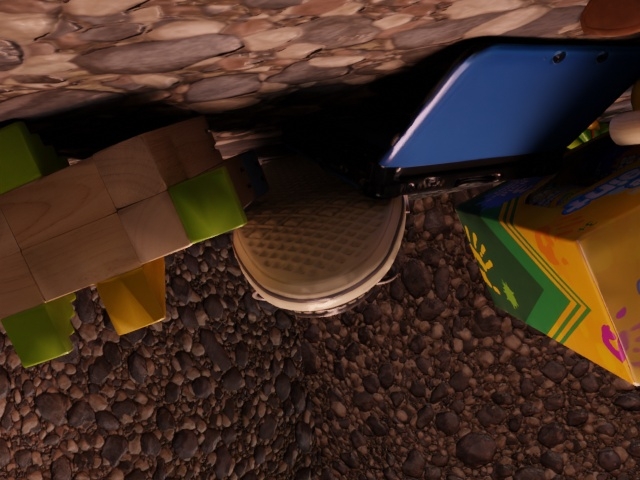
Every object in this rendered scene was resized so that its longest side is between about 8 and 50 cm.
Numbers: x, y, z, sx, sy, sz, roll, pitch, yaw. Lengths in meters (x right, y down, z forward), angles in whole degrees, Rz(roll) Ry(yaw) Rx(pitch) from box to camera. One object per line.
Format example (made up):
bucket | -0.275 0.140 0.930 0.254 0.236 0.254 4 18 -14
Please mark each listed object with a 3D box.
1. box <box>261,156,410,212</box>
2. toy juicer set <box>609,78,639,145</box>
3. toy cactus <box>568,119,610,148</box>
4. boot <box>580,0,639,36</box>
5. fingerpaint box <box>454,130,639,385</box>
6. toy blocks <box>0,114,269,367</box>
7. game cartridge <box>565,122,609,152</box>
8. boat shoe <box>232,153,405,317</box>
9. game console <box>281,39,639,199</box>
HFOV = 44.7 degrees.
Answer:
box | 0.023 -0.079 1.172 0.207 0.114 0.036 -10 179 -6
toy juicer set | 0.365 -0.158 0.694 0.209 0.089 0.329 -7 -167 46
toy cactus | 0.503 -0.134 1.363 0.112 0.180 0.219 -25 -178 14
boot | 0.241 -0.162 0.501 0.087 0.042 0.118 -12 -179 -27
fingerpaint box | 0.424 -0.054 0.876 0.445 0.163 0.371 -26 -170 -3
toy blocks | -0.222 -0.024 0.764 0.381 0.190 0.261 -20 -170 16
game cartridge | 0.416 -0.174 1.564 0.355 0.068 0.230 -10 -177 -12
boat shoe | 0.000 0.000 0.913 0.187 0.156 0.500 -14 -166 -2
game console | 0.147 -0.150 0.811 0.293 0.173 0.250 -9 -150 -37
